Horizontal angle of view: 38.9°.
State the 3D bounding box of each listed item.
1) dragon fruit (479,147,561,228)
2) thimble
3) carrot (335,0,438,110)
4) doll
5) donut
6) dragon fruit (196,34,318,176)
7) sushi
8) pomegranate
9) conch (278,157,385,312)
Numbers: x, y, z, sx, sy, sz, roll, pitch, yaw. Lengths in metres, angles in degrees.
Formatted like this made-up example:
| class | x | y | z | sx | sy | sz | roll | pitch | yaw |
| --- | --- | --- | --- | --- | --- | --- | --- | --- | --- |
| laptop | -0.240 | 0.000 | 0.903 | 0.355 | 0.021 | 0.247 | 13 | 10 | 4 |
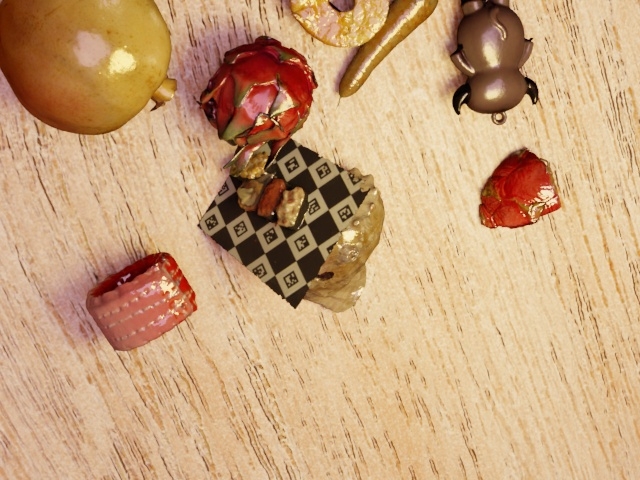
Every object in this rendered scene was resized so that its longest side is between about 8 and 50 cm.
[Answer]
| class | x | y | z | sx | sy | sz | roll | pitch | yaw |
| --- | --- | --- | --- | --- | --- | --- | --- | --- | --- |
| dragon fruit | 0.391 | -0.097 | 1.833 | 0.161 | 0.120 | 0.127 | -28 | 101 | 0 |
| thimble | -0.337 | 0.113 | 1.702 | 0.189 | 0.163 | 0.125 | -26 | 107 | 9 |
| carrot | 0.114 | -0.374 | 1.740 | 0.078 | 0.078 | 0.298 | 38 | 96 | -17 |
| doll | 0.330 | -0.353 | 1.762 | 0.181 | 0.117 | 0.257 | -11 | 104 | -8 |
| donut | 0.034 | -0.453 | 1.690 | 0.190 | 0.075 | 0.174 | 24 | 102 | -10 |
| dragon fruit | -0.116 | -0.252 | 1.644 | 0.192 | 0.193 | 0.274 | 33 | 66 | -9 |
| sushi | -0.085 | -0.063 | 1.672 | 0.264 | 0.290 | 0.050 | -57 | 150 | 4 |
| pomegranate | -0.388 | -0.321 | 1.535 | 0.319 | 0.319 | 0.319 | -3 | 103 | -11 |
| conch | -0.002 | 0.001 | 1.749 | 0.263 | 0.186 | 0.324 | -6 | 102 | 10 |
